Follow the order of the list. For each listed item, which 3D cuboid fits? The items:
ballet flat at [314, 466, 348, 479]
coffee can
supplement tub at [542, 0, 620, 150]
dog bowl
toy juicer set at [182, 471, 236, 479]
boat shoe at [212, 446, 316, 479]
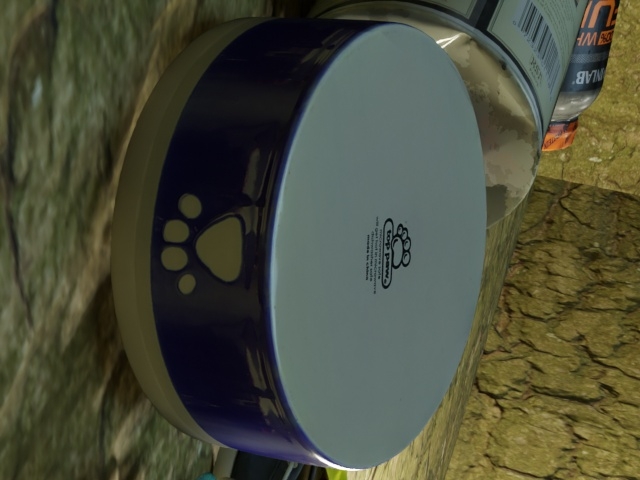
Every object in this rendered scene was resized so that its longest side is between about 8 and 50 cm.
[{"bbox_3d":[-0.010,0.236,1.174,0.077,0.077,0.231,-38,141,-36],"label":"ballet flat"},{"bbox_3d":[0.097,-0.163,0.934,0.275,0.201,0.201,-63,161,-44],"label":"coffee can"},{"bbox_3d":[0.270,-0.297,1.516,0.207,0.207,0.338,-49,148,-64],"label":"supplement tub"},{"bbox_3d":[0.000,0.000,0.723,0.265,0.104,0.265,-17,110,-56],"label":"dog bowl"},{"bbox_3d":[-0.110,0.236,0.721,0.209,0.089,0.329,-61,171,-14],"label":"toy juicer set"},{"bbox_3d":[-0.047,0.261,0.969,0.095,0.079,0.254,-9,111,-66],"label":"boat shoe"}]
